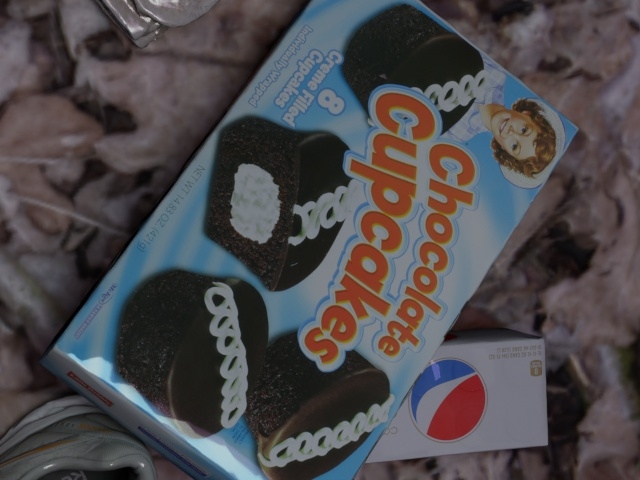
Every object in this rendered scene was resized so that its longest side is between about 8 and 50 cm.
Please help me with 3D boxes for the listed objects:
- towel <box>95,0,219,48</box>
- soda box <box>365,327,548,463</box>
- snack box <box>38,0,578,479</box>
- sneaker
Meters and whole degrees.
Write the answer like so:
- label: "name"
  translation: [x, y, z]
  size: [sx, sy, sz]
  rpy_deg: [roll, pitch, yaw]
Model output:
- label: "towel"
  translation: [-0.067, -0.271, 1.146]
  size: [0.282, 0.049, 0.187]
  rpy_deg: [-46, 107, -12]
- label: "soda box"
  translation: [0.036, 0.101, 1.191]
  size: [0.216, 0.069, 0.074]
  rpy_deg: [-3, 94, -20]
- label: "snack box"
  translation: [0.000, 0.000, 1.127]
  size: [0.187, 0.060, 0.322]
  rpy_deg: [37, 67, -7]
- label: "sneaker"
  translation: [-0.207, 0.187, 1.082]
  size: [0.262, 0.121, 0.099]
  rpy_deg: [-40, 105, -12]
